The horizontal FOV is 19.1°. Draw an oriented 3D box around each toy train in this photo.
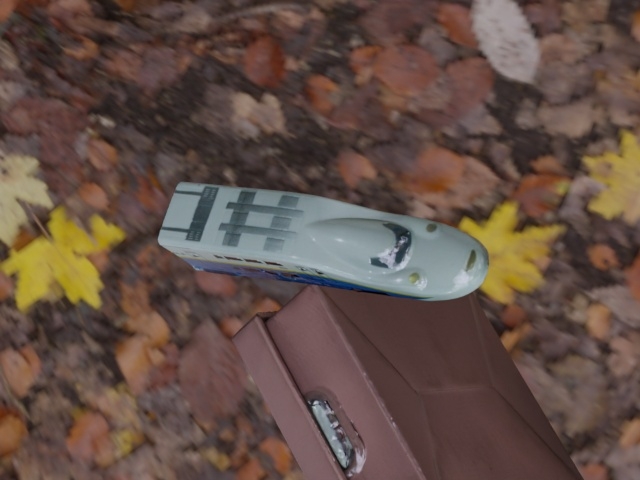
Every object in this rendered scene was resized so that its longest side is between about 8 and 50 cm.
[{"bbox_3d":[0.000,0.000,1.191,0.051,0.234,0.052,33,71,-46],"label":"toy train"}]

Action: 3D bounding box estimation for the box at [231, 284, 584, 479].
[{"bbox_3d":[0.071,0.130,1.389,0.086,0.215,0.215,-42,154,28],"label":"box"}]
